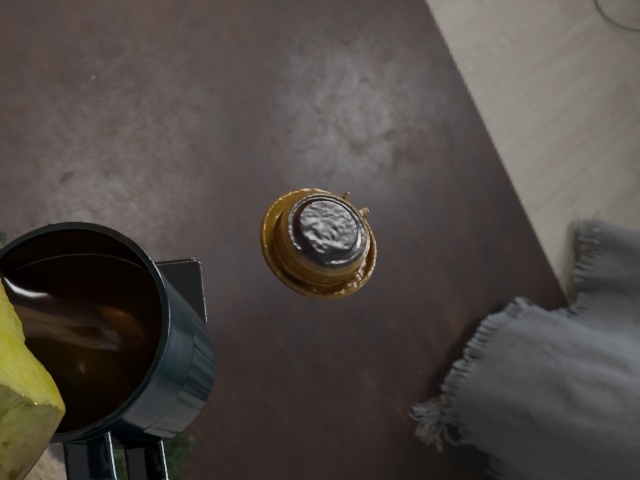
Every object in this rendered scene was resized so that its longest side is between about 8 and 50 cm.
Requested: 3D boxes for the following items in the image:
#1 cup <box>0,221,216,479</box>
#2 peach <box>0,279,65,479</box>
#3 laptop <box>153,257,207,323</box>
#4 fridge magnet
[{"bbox_3d":[-0.249,0.160,0.981,0.242,0.292,0.308,-42,74,-9],"label":"cup"},{"bbox_3d":[-0.341,0.065,0.356,0.306,0.242,0.380,-47,157,-4],"label":"peach"},{"bbox_3d":[-0.294,0.097,1.380,0.180,0.016,0.129,-6,68,-10],"label":"laptop"},{"bbox_3d":[0.000,0.000,0.910,0.143,0.063,0.143,10,59,-17],"label":"fridge magnet"}]
